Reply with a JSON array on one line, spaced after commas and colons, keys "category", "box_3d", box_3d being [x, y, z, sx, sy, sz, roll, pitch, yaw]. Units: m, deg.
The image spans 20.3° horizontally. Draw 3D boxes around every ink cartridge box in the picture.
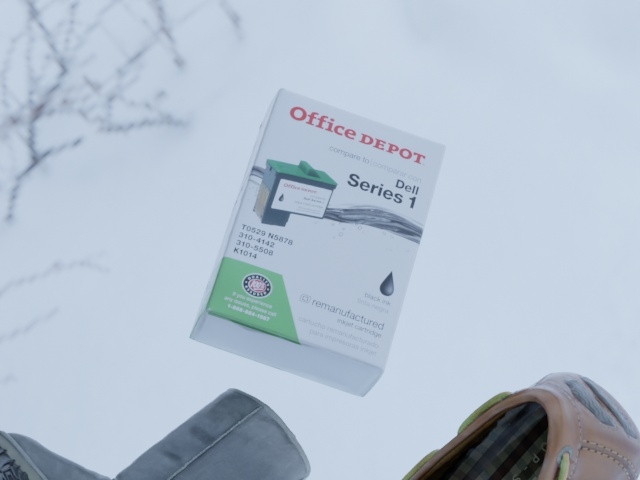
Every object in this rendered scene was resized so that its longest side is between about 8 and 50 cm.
[{"category": "ink cartridge box", "box_3d": [0.000, 0.000, 1.521, 0.092, 0.160, 0.219, 121, 167, -66]}]

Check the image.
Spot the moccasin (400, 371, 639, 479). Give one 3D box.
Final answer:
[{"category": "moccasin", "box_3d": [0.065, 0.246, 1.233, 0.380, 0.147, 0.139, -47, 58, 23]}]

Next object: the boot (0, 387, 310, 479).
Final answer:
[{"category": "boot", "box_3d": [-0.136, 0.175, 1.424, 0.208, 0.189, 0.076, -39, -9, -32]}]
